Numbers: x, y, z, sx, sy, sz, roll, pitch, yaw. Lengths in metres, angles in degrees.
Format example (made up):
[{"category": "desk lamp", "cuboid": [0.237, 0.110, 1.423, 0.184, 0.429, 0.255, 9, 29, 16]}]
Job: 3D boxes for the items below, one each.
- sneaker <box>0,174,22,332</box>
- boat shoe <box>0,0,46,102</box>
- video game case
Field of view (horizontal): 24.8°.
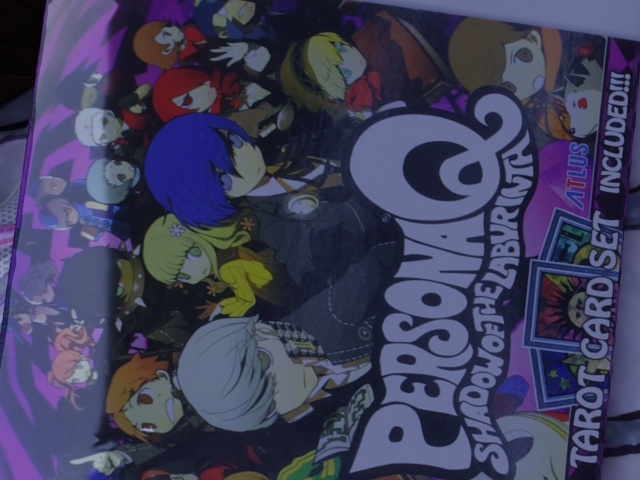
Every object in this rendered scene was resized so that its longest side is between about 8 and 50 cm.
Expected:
[{"category": "sneaker", "cuboid": [-0.184, 0.022, 0.591, 0.252, 0.103, 0.111, -2, 81, 12]}, {"category": "boat shoe", "cuboid": [-0.194, -0.086, 0.600, 0.285, 0.104, 0.089, -31, 76, 14]}, {"category": "video game case", "cuboid": [0.000, 0.000, 0.510, 0.210, 0.042, 0.232, 8, 85, -4]}]
